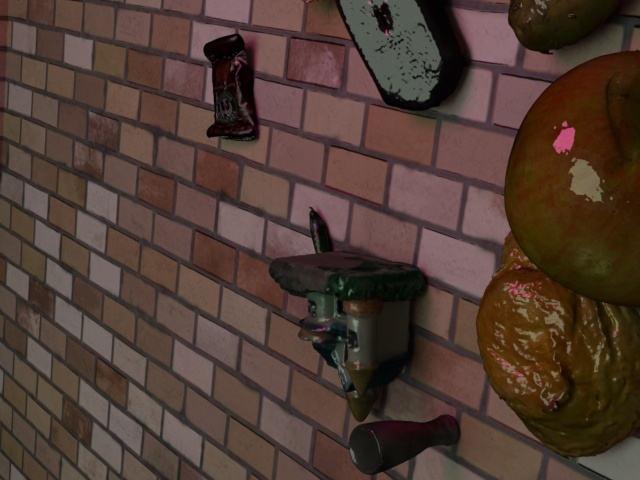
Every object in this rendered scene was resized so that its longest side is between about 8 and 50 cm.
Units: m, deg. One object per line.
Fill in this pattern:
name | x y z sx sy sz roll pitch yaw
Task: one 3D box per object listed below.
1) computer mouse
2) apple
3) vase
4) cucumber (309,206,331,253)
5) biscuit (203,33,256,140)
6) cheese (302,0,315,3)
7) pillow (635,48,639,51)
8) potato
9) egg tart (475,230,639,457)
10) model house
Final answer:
computer mouse | 0.142 -0.382 1.830 0.183 0.116 0.323 -27 86 37
apple | 0.408 -0.073 1.360 0.339 0.339 0.340 6 98 51
vase | 0.154 0.349 1.805 0.086 0.214 0.086 5 96 49
cucumber | 0.000 0.000 2.113 0.037 0.037 0.155 -29 71 49
biscuit | -0.207 -0.340 2.323 0.151 0.063 0.235 4 99 52
cheese | 0.018 -0.550 1.971 0.329 0.129 0.217 29 123 27
pillow | 0.445 -0.197 1.520 0.090 0.048 0.150 56 136 28
potato | 0.380 -0.382 1.538 0.251 0.113 0.149 -47 61 39
egg tart | 0.365 0.161 1.577 0.339 0.153 0.352 29 116 44
model house | 0.047 0.199 1.956 0.267 0.194 0.325 11 105 51
